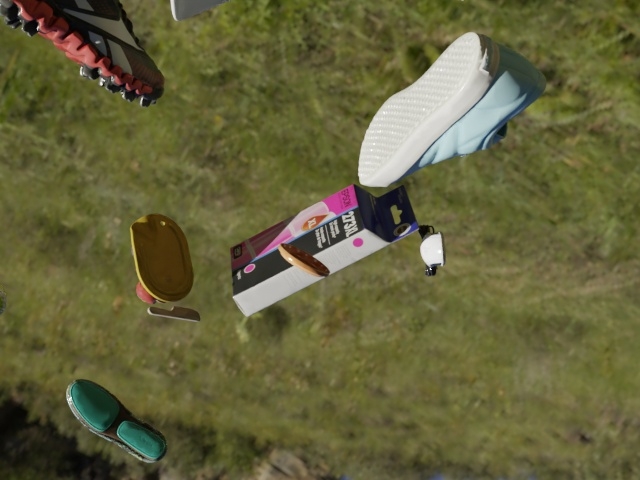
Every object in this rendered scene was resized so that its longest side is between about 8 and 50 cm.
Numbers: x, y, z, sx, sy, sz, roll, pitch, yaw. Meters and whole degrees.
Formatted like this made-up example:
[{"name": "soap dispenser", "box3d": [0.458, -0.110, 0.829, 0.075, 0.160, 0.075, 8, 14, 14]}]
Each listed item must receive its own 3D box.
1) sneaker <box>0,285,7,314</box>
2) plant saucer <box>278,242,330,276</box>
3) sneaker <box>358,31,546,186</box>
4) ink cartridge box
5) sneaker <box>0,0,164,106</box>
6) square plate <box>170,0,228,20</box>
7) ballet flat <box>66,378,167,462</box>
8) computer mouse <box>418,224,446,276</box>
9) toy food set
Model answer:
[{"name": "sneaker", "box3d": [-0.556, 0.027, 1.566, 0.240, 0.091, 0.126, 47, 178, -34]}, {"name": "plant saucer", "box3d": [-0.025, 0.030, 1.591, 0.083, 0.013, 0.083, 29, -170, -5]}, {"name": "sneaker", "box3d": [0.183, -0.155, 1.578, 0.150, 0.366, 0.135, 20, -116, -20]}, {"name": "ink cartridge box", "box3d": [0.000, 0.000, 2.107, 0.069, 0.371, 0.176, 59, -170, -30]}, {"name": "sneaker", "box3d": [-0.280, -0.274, 1.369, 0.276, 0.135, 0.097, 36, 174, -42]}, {"name": "square plate", "box3d": [-0.069, -0.483, 1.518, 0.344, 0.347, 0.049, -27, -112, -15]}, {"name": "ballet flat", "box3d": [-0.328, 0.293, 1.761, 0.188, 0.070, 0.070, 40, -157, -1]}, {"name": "computer mouse", "box3d": [0.212, 0.016, 2.140, 0.042, 0.106, 0.193, -4, 177, 0]}, {"name": "toy food set", "box3d": [-0.315, 0.061, 2.114, 0.128, 0.071, 0.218, 4, -114, -42]}]
